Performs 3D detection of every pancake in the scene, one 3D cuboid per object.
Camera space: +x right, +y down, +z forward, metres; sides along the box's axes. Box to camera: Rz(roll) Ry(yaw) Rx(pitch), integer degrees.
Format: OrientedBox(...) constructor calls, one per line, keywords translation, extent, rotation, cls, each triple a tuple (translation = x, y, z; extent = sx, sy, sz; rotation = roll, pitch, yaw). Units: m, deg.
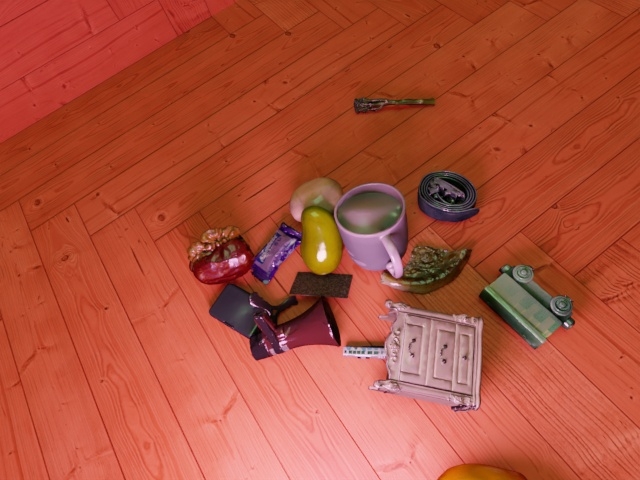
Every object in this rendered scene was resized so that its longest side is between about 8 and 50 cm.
OrientedBox(translation=(0.415, 0.101, 1.615), extent=(0.377, 0.054, 0.197), rotation=(-22, 61, -2), cls="pancake")

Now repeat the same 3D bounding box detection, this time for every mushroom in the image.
OrientedBox(translation=(-0.008, -0.154, 1.753), extent=(0.246, 0.202, 0.246), rotation=(-24, 18, 8), cls="mushroom")

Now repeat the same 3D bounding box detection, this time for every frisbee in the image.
OrientedBox(translation=(-0.174, 0.271, 1.628), extent=(0.187, 0.012, 0.211), rotation=(-31, 92, -20), cls="frisbee")

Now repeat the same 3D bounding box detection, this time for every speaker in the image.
OrientedBox(translation=(-0.106, 0.336, 1.478), extent=(0.330, 0.259, 0.198), rotation=(-19, 75, 0), cls="speaker")

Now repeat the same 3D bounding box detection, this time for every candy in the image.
OrientedBox(translation=(-0.190, 0.049, 1.746), extent=(0.145, 0.070, 0.275), rotation=(36, 84, 32), cls="candy")

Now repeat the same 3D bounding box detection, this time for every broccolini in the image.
OrientedBox(translation=(0.359, -0.675, 2.021), extent=(0.393, 0.078, 0.073), rotation=(0, 53, 3), cls="broccolini")

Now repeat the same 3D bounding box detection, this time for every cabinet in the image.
OrientedBox(translation=(0.340, 0.382, 1.361), extent=(0.318, 0.227, 0.289), rotation=(11, 67, 4), cls="cabinet")

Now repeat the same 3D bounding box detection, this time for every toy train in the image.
OrientedBox(translation=(0.729, 0.223, 1.457), extent=(0.202, 0.120, 0.301), rotation=(-38, 63, -6), cls="toy train")
OrientedBox(translation=(0.188, 0.411, 1.508), extent=(0.208, 0.043, 0.047), rotation=(-2, 63, 10), cls="toy train")

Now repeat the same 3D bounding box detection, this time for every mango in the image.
OrientedBox(translation=(0.000, 0.000, 1.632), extent=(0.175, 0.293, 0.143), rotation=(-7, 22, 5), cls="mango")

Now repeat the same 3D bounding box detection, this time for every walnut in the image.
OrientedBox(translation=(-0.417, 0.065, 1.679), extent=(0.269, 0.243, 0.221), rotation=(-31, 46, -3), cls="walnut")

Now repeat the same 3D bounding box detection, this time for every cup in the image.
OrientedBox(translation=(0.225, -0.004, 1.552), extent=(0.260, 0.274, 0.356), rotation=(-24, 51, -1), cls="cup")

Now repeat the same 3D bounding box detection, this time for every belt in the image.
OrientedBox(translation=(0.531, -0.180, 1.697), extent=(0.268, 0.116, 0.206), rotation=(27, 67, 24), cls="belt")

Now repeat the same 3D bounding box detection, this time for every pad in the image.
OrientedBox(translation=(0.004, 0.175, 1.636), extent=(0.235, 0.003, 0.158), rotation=(3, 31, 12), cls="pad")

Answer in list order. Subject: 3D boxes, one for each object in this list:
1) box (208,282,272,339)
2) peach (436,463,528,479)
OrientedBox(translation=(-0.323, 0.284, 1.665), extent=(0.230, 0.050, 0.160), rotation=(25, 71, 21), cls="box")
OrientedBox(translation=(0.462, 0.787, 1.152), extent=(0.308, 0.289, 0.288), rotation=(1, 56, -33), cls="peach")
